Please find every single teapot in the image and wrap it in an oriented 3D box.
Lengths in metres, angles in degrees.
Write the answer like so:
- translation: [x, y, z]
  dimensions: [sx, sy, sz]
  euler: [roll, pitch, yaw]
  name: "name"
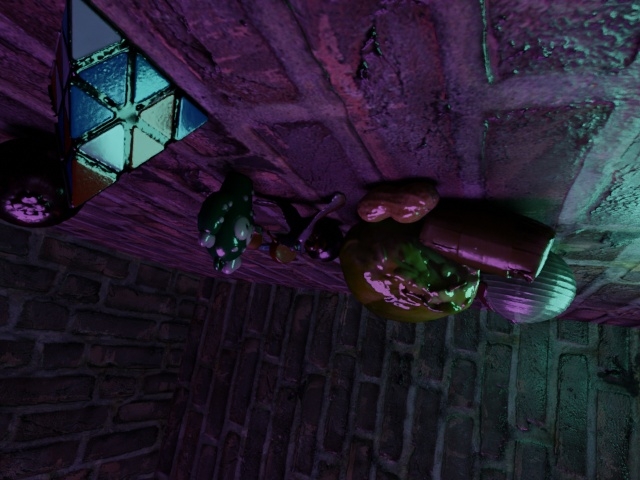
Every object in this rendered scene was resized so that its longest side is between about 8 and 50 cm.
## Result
- translation: [-0.150, 0.027, 1.546]
  dimensions: [0.116, 0.116, 0.173]
  euler: [-6, 133, 49]
  name: "teapot"

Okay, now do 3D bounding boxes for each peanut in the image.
- translation: [0.166, -0.080, 0.885]
  dimensions: [0.193, 0.089, 0.089]
  euler: [-2, 162, 40]
  name: "peanut"

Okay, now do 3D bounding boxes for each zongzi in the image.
- translation: [0.405, -0.010, 0.984]
  dimensions: [0.274, 0.145, 0.300]
  euler: [17, -167, 26]
  name: "zongzi"

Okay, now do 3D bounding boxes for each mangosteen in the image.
- translation: [0.000, 0.000, 1.237]
  dimensions: [0.137, 0.137, 0.151]
  euler: [0, 172, 34]
  name: "mangosteen"
- translation: [-0.705, -0.155, 0.996]
  dimensions: [0.228, 0.228, 0.265]
  euler: [22, -157, -41]
  name: "mangosteen"

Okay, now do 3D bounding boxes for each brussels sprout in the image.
- translation: [0.234, 0.075, 1.106]
  dimensions: [0.372, 0.275, 0.314]
  euler: [12, 152, 10]
  name: "brussels sprout"

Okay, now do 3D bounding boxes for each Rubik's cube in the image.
- translation: [-0.319, -0.150, 0.630]
  dimensions: [0.250, 0.234, 0.284]
  euler: [21, 162, -40]
  name: "Rubik's cube"

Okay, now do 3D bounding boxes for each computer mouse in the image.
- translation: [-0.314, -0.009, 1.562]
  dimensions: [0.158, 0.071, 0.310]
  euler: [16, 166, -17]
  name: "computer mouse"

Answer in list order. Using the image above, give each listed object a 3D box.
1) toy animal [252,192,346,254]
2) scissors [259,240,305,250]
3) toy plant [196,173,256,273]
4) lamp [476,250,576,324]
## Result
- translation: [-0.052, -0.043, 1.117]
  dimensions: [0.273, 0.160, 0.197]
  euler: [11, 170, 25]
  name: "toy animal"
- translation: [-0.111, 0.033, 1.668]
  dimensions: [0.393, 0.032, 0.180]
  euler: [1, 163, 34]
  name: "scissors"
- translation: [-0.224, -0.038, 0.994]
  dimensions: [0.113, 0.243, 0.232]
  euler: [6, 140, 14]
  name: "toy plant"
- translation: [0.577, 0.127, 1.152]
  dimensions: [0.266, 0.233, 0.233]
  euler: [17, 166, -9]
  name: "lamp"
